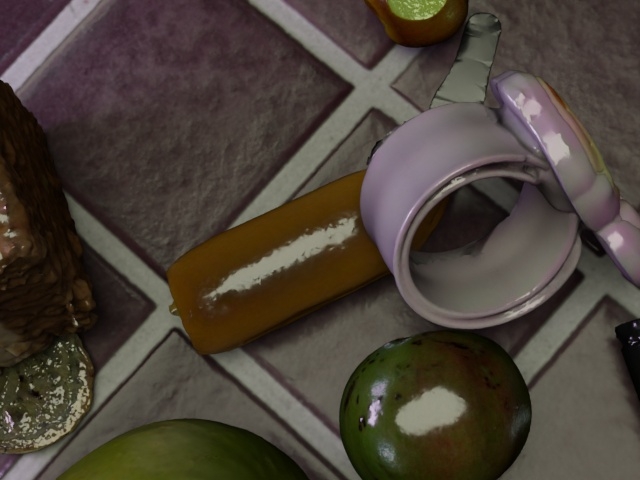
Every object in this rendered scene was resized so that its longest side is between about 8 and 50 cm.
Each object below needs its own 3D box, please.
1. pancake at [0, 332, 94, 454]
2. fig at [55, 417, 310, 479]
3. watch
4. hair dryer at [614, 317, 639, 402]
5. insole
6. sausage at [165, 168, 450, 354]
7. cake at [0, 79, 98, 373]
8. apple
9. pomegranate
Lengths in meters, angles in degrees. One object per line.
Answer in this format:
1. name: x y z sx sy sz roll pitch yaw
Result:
1. pancake: -0.307 0.146 1.308 0.158 0.028 0.158 -2 74 6
2. fig: -0.141 0.309 1.133 0.316 0.316 0.316 -1 77 7
3. watch: 0.161 -0.025 1.186 0.217 0.248 0.211 -35 40 8
4. hair dryer: 0.426 0.142 1.197 0.251 0.089 0.197 -15 76 -3
5. insole: 0.151 -0.169 1.335 0.053 0.002 0.152 16 80 10
6. sausage: 0.003 0.005 1.265 0.328 0.112 0.112 -26 76 -2
7. cake: -0.393 -0.007 1.224 0.290 0.256 0.282 -20 69 0
8. apple: 0.097 -0.254 1.313 0.102 0.099 0.114 -25 101 10
9. pomegranate: 0.115 0.193 1.180 0.181 0.181 0.224 -20 92 2
